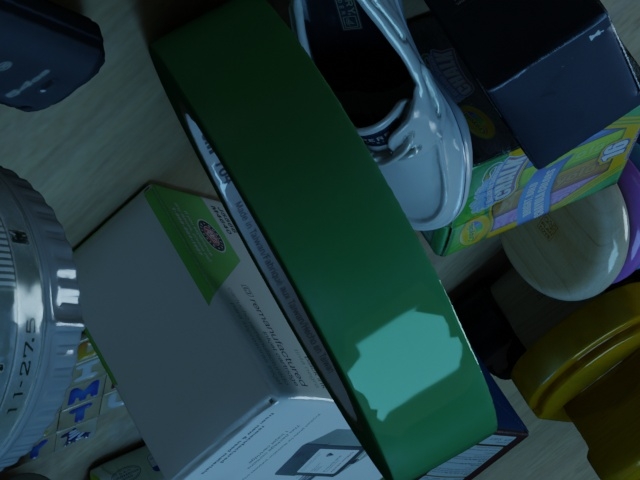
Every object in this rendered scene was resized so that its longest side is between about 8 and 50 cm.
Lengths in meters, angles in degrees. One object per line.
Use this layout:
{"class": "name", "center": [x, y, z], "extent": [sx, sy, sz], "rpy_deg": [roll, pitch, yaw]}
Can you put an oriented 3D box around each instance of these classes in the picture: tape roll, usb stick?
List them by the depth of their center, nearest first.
{"class": "usb stick", "center": [-0.219, -0.124, 1.091], "extent": [0.077, 0.045, 0.278], "rpy_deg": [-40, 155, 17]}
{"class": "tape roll", "center": [0.000, 0.000, 1.252], "extent": [0.077, 0.321, 0.321], "rpy_deg": [-29, 157, -5]}

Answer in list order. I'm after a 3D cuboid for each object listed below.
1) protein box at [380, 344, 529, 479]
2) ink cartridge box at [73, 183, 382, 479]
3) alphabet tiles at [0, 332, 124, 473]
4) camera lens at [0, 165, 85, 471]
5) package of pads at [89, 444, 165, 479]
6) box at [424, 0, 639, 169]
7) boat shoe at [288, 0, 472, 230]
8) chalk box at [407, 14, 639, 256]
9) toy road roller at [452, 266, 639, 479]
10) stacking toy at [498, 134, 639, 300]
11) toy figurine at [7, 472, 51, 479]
{"class": "protein box", "center": [0.030, 0.145, 1.720], "extent": [0.201, 0.200, 0.136], "rpy_deg": [-40, 157, 17]}
{"class": "ink cartridge box", "center": [-0.045, 0.082, 1.515], "extent": [0.115, 0.198, 0.273], "rpy_deg": [-41, 155, 20]}
{"class": "alphabet tiles", "center": [-0.216, 0.132, 1.648], "extent": [0.237, 0.009, 0.198], "rpy_deg": [-20, 154, -23]}
{"class": "camera lens", "center": [-0.298, 0.041, 1.106], "extent": [0.219, 0.219, 0.274], "rpy_deg": [-43, 154, 26]}
{"class": "package of pads", "center": [-0.113, 0.274, 1.936], "extent": [0.229, 0.101, 0.296], "rpy_deg": [-24, 155, -17]}
{"class": "box", "center": [0.126, -0.153, 1.303], "extent": [0.093, 0.158, 0.156], "rpy_deg": [-33, 156, 6]}
{"class": "boat shoe", "center": [0.031, -0.090, 1.281], "extent": [0.095, 0.084, 0.258], "rpy_deg": [-14, 129, 19]}
{"class": "chalk box", "center": [0.113, -0.086, 1.455], "extent": [0.213, 0.132, 0.132], "rpy_deg": [-22, 155, -18]}
{"class": "toy road roller", "center": [0.301, 0.114, 1.934], "extent": [0.202, 0.240, 0.329], "rpy_deg": [-40, 155, 20]}
{"class": "stacking toy", "center": [0.316, -0.049, 1.780], "extent": [0.330, 0.141, 0.141], "rpy_deg": [-16, 153, -38]}
{"class": "toy figurine", "center": [-0.291, 0.319, 1.679], "extent": [0.209, 0.213, 0.148], "rpy_deg": [-15, 165, -22]}
